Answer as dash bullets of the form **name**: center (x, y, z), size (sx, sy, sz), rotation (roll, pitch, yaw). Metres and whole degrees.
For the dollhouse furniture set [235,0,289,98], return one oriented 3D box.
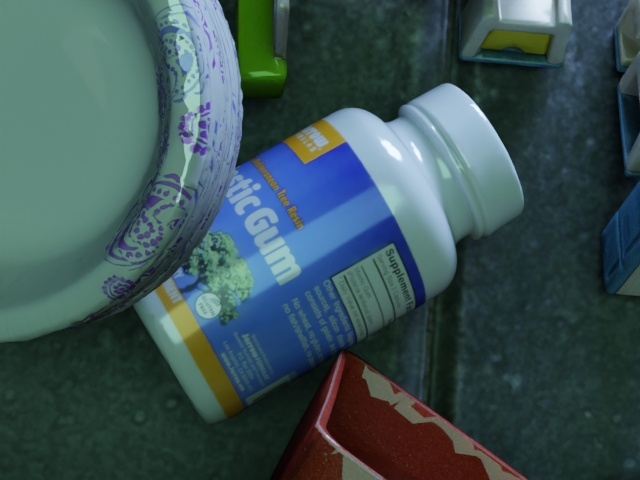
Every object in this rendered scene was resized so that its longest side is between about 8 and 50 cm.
- **dollhouse furniture set**: center (-0.172, -0.210, 0.945), size (0.302, 0.151, 0.197), rotation (0, 71, -5)

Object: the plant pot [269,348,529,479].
- **plant pot**: center (0.045, 0.254, 0.819), size (0.267, 0.267, 0.235), rotation (37, 97, 0)

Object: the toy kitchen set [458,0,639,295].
- **toy kitchen set**: center (0.187, -0.078, 1.022), size (0.166, 0.122, 0.207), rotation (4, 65, -5)

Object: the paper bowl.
- **paper bowl**: center (-0.187, -0.082, 0.846), size (0.284, 0.148, 0.284), rotation (0, 92, 12)

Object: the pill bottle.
- **pill bottle**: center (0.000, 0.000, 0.961), size (0.272, 0.152, 0.152), rotation (-31, 88, -7)
